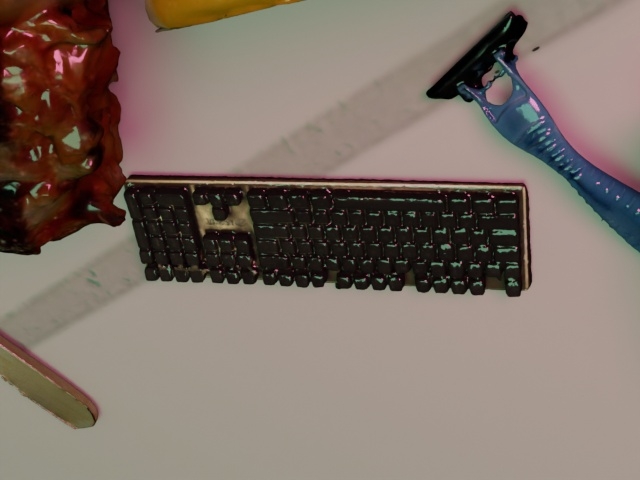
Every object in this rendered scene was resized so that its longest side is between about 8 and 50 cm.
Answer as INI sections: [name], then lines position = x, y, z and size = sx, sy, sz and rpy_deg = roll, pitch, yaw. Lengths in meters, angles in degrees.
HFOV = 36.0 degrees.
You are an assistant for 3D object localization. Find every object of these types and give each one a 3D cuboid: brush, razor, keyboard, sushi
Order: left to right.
[brush]
position = -0.347, 0.075, 0.936
size = 0.336, 0.020, 0.085
rpy_deg = 42, 127, -15
[sushi]
position = -0.210, -0.153, 0.626
size = 0.181, 0.196, 0.343
rpy_deg = 3, 134, -7
[keyboard]
position = 0.000, 0.000, 0.756
size = 0.316, 0.027, 0.106
rpy_deg = 1, 126, 17
[razor]
position = 0.186, -0.037, 0.656
size = 0.253, 0.042, 0.082
rpy_deg = 40, 127, -14

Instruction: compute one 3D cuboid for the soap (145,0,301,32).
[soap]
position = 0.070, -0.208, 0.463
size = 0.324, 0.204, 0.096
rpy_deg = -8, 124, 25
